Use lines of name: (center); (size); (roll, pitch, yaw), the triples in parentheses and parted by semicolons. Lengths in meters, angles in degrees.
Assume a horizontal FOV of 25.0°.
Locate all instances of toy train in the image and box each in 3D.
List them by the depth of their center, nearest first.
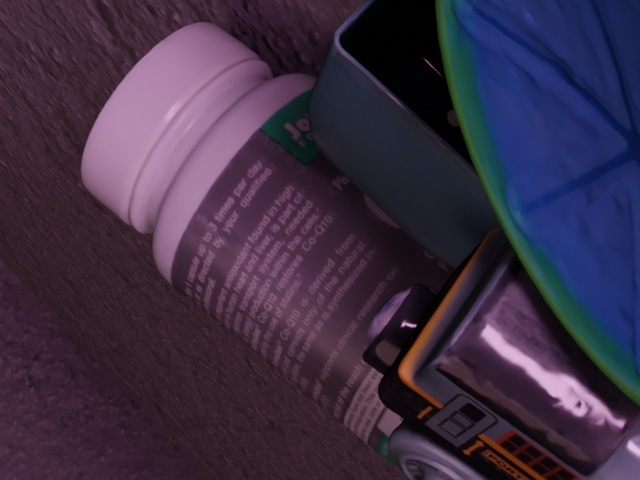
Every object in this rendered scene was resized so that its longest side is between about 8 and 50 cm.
toy train: (0.172, 0.123, 0.722); (0.334, 0.142, 0.190); (37, 159, 3)

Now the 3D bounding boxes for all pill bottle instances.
pill bottle: (0.000, 0.000, 1.132); (0.361, 0.204, 0.204); (38, 159, 12)

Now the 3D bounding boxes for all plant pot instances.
plant pot: (0.096, -0.081, 0.864); (0.165, 0.165, 0.234); (43, 164, 0)

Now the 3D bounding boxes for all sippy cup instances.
sippy cup: (0.196, -0.071, 0.543); (0.305, 0.224, 0.240); (65, 166, -2)
